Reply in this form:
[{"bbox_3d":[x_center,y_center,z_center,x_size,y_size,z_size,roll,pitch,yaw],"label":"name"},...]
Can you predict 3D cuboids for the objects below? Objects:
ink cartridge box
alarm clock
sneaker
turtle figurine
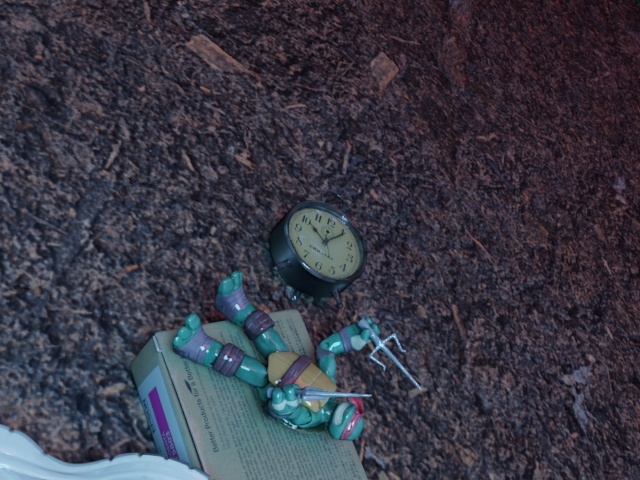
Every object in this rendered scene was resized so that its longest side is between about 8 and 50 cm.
[{"bbox_3d":[-0.076,0.205,0.871,0.193,0.088,0.234,-6,64,-38],"label":"ink cartridge box"},{"bbox_3d":[0.000,0.000,1.098,0.129,0.064,0.192,32,47,-14],"label":"alarm clock"},{"bbox_3d":[-0.211,0.250,0.687,0.297,0.111,0.129,11,36,-8],"label":"sneaker"},{"bbox_3d":[-0.024,0.135,0.816,0.234,0.118,0.175,31,28,8],"label":"turtle figurine"}]
